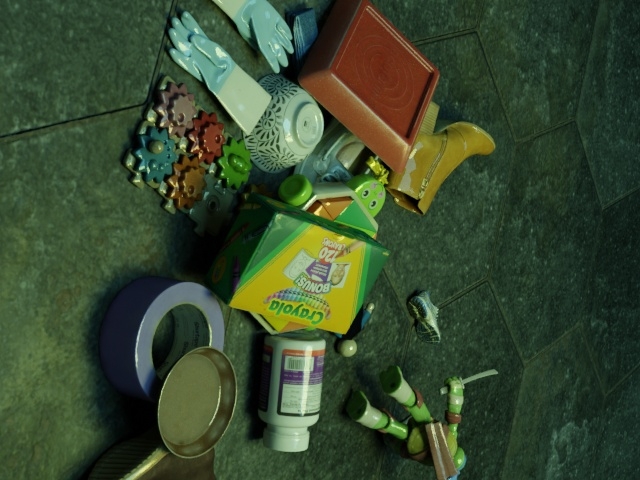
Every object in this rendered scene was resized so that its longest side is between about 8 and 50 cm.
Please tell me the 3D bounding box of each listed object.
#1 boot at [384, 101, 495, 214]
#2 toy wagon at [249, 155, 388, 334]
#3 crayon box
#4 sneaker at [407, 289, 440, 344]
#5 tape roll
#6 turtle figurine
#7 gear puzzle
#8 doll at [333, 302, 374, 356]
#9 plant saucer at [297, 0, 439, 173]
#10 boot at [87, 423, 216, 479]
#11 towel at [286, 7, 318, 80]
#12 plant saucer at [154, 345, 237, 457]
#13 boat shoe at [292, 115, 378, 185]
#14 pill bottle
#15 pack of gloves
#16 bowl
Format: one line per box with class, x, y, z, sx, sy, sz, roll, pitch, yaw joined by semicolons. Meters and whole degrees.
boot;0.238;-0.151;2.180;0.295;0.104;0.211;20;85;-47
toy wagon;0.000;0.000;1.814;0.344;0.068;0.267;-45;137;-7
crayon box;-0.033;0.042;1.704;0.278;0.081;0.165;18;105;-45
sneaker;0.230;0.162;2.251;0.058;0.052;0.135;-53;135;-39
tape roll;-0.236;0.151;1.608;0.189;0.080;0.188;-14;108;-51
turtle figurine;0.186;0.337;2.138;0.266;0.198;0.274;39;54;-32
gear puzzle;-0.167;-0.099;1.684;0.339;0.044;0.175;42;63;-48
doll;0.058;0.128;2.020;0.129;0.046;0.188;-6;100;-51
plant saucer;0.104;-0.290;1.885;0.259;0.048;0.258;41;51;-23
boot;-0.240;0.389;1.632;0.248;0.090;0.206;-37;122;-48
towel;-0.025;-0.340;1.844;0.067;0.029;0.119;-32;120;-47
plant saucer;-0.190;0.239;1.593;0.168;0.029;0.168;-11;104;-52
boat shoe;0.049;-0.145;1.912;0.320;0.103;0.118;-56;136;-30
pill bottle;-0.052;0.261;1.846;0.108;0.108;0.193;1;95;-53
pack of gloves;-0.148;-0.314;1.691;0.232;0.046;0.195;46;66;-39
bowl;-0.048;-0.195;1.797;0.170;0.080;0.170;-13;107;-51
